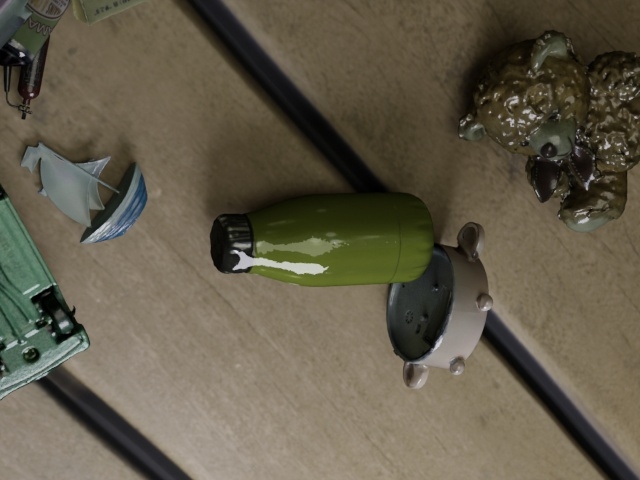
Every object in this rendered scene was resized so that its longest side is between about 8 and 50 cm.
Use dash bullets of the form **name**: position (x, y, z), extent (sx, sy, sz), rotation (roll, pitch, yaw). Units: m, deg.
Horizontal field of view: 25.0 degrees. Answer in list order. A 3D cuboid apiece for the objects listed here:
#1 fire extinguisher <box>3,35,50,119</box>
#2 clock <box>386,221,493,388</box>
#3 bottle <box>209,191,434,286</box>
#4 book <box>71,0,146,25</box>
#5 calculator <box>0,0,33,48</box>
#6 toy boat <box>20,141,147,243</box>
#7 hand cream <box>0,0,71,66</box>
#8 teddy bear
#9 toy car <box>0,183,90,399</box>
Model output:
- **fire extinguisher**: position (-0.324, -0.181, 1.566), extent (0.046, 0.032, 0.100), rotation (8, 98, -36)
- **clock**: position (0.141, 0.081, 1.779), extent (0.063, 0.156, 0.229), rotation (11, 112, -25)
- **bottle**: position (0.000, 0.000, 1.718), extent (0.260, 0.112, 0.112), rotation (-2, 108, -22)
- **book**: position (-0.212, -0.397, 1.521), extent (0.201, 0.026, 0.290), rotation (-30, 117, -30)
- **calculator**: position (-0.386, -0.195, 1.475), extent (0.246, 0.141, 0.045), rotation (-49, 131, 0)
- **toy boat**: position (-0.268, -0.049, 1.631), extent (0.149, 0.034, 0.105), rotation (9, 101, -26)
- **hand cream**: position (-0.284, -0.286, 1.532), extent (0.086, 0.055, 0.235), rotation (34, 79, -33)
- **teddy bear**: position (0.305, -0.156, 1.774), extent (0.256, 0.156, 0.267), rotation (14, 131, -30)
- **toy car**: position (-0.376, 0.014, 1.570), extent (0.141, 0.097, 0.321), rotation (-31, 115, -12)
